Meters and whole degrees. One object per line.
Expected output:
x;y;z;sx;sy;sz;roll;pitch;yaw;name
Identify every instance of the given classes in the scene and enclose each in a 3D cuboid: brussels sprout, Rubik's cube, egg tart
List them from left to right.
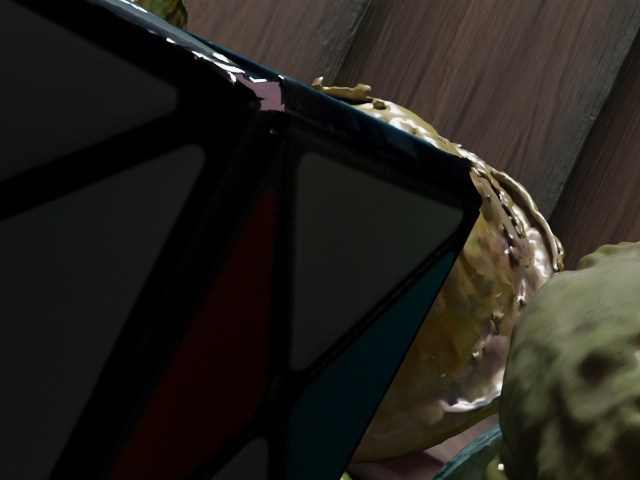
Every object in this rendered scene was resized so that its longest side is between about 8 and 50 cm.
-0.113;0.013;0.792;0.248;0.250;0.246;29;6;24;Rubik's cube
0.000;0.000;1.218;0.352;0.150;0.352;0;44;0;egg tart
0.193;0.143;0.829;0.242;0.274;0.316;-4;15;-29;brussels sprout

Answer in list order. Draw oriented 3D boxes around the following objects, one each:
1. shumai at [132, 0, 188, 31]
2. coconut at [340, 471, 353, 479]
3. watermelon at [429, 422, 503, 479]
-0.309;-0.186;1.784;0.288;0.292;0.330;24;-21;10;shumai
-0.012;0.148;0.972;0.133;0.055;0.158;28;7;23;coconut
0.193;0.210;1.108;0.320;0.214;0.289;-13;-25;-12;watermelon
